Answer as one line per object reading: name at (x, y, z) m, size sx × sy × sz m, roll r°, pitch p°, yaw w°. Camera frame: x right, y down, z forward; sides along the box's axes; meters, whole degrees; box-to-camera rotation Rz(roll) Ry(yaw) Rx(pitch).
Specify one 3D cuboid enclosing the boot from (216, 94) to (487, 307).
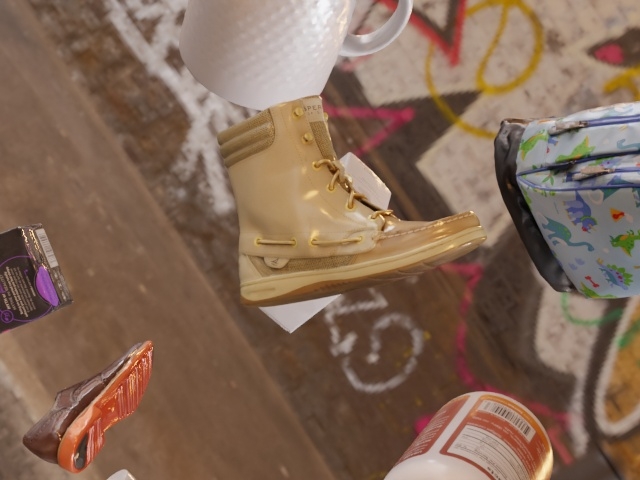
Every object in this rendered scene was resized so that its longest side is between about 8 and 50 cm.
boot at (0.024, -0.052, 1.183) m, size 0.095 × 0.262 × 0.203 m, roll 7°, pitch 71°, yaw -65°

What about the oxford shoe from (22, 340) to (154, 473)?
oxford shoe at (-0.332, 0.225, 1.729) m, size 0.271 × 0.098 × 0.097 m, roll -51°, pitch 152°, yaw -54°

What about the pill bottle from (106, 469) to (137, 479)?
pill bottle at (-0.274, 0.461, 1.880) m, size 0.193 × 0.108 × 0.108 m, roll 49°, pitch 8°, yaw -14°

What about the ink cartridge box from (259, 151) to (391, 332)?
ink cartridge box at (0.000, 0.000, 1.580) m, size 0.092 × 0.158 × 0.218 m, roll 44°, pitch 29°, yaw -13°

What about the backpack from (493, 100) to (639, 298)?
backpack at (0.438, -0.056, 1.598) m, size 0.290 × 0.355 × 0.273 m, roll 59°, pitch 32°, yaw -26°

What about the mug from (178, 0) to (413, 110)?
mug at (-0.026, -0.421, 2.006) m, size 0.374 × 0.328 × 0.276 m, roll 10°, pitch 47°, yaw -14°

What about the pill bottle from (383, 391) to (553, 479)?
pill bottle at (0.116, 0.222, 1.004) m, size 0.121 × 0.121 × 0.216 m, roll 56°, pitch 29°, yaw 0°

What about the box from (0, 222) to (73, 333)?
box at (-0.601, 0.092, 2.072) m, size 0.143 × 0.270 × 0.165 m, roll -56°, pitch 125°, yaw -86°
